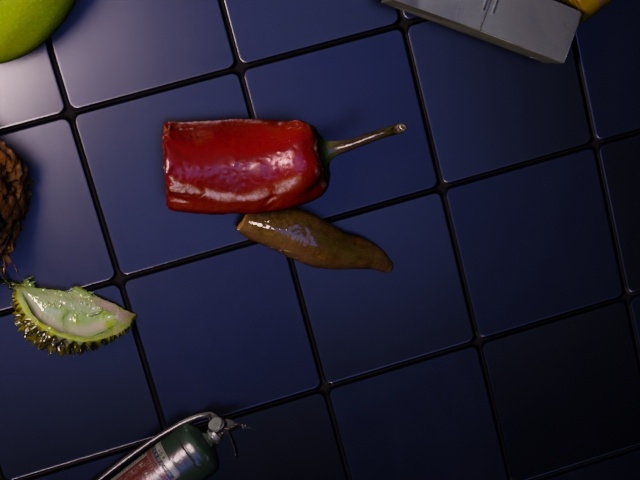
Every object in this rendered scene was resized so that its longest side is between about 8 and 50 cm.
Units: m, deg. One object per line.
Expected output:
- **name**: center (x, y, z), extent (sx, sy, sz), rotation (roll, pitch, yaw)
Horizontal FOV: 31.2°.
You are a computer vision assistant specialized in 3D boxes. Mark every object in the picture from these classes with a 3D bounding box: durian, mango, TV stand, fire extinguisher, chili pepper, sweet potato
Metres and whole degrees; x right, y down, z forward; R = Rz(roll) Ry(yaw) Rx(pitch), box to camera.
- **durian**: center (-0.376, 0.113, 1.645), extent (0.215, 0.086, 0.100), rotation (17, 63, -15)
- **mango**: center (-0.390, -0.370, 1.491), extent (0.192, 0.156, 0.343), rotation (43, 103, -7)
- **TV stand**: center (0.230, -0.337, 1.649), extent (0.269, 0.088, 0.083), rotation (17, 96, -12)
- **fire extinguisher**: center (-0.229, 0.342, 1.687), extent (0.294, 0.118, 0.093), rotation (-38, 138, -2)
- **chili pepper**: center (-0.053, -0.109, 1.614), extent (0.338, 0.134, 0.131), rotation (-5, 115, -5)
- **sweet potato**: center (0.000, 0.000, 1.676), extent (0.243, 0.077, 0.077), rotation (18, 96, -10)

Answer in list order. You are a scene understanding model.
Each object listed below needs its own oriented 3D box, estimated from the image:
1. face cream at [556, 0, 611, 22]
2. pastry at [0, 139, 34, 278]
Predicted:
- **face cream**: center (0.466, -0.431, 1.676), extent (0.273, 0.078, 0.078), rotation (-38, 103, -2)
- **pastry**: center (-0.520, -0.042, 1.521), extent (0.274, 0.193, 0.275), rotation (-2, 102, -9)
